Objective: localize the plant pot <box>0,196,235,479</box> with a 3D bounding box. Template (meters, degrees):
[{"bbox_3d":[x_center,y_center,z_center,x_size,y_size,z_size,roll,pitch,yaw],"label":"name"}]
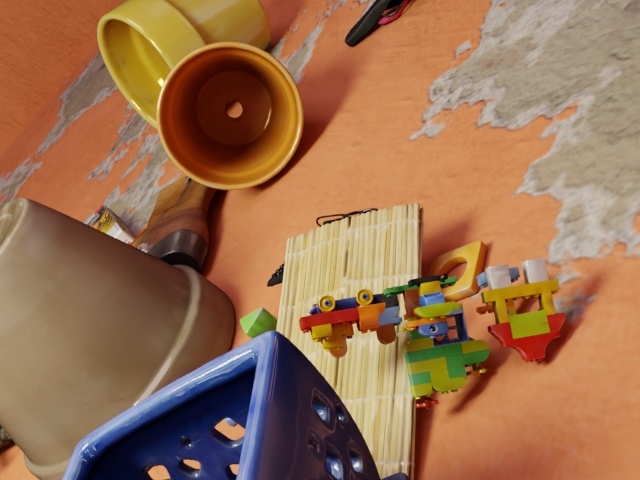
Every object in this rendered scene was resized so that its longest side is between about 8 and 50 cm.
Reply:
[{"bbox_3d":[-0.314,0.108,1.253,0.323,0.280,0.323,-36,28,23],"label":"plant pot"}]

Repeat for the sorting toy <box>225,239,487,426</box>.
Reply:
[{"bbox_3d":[0.016,0.070,1.073,0.347,0.047,0.196,-31,30,29],"label":"sorting toy"}]

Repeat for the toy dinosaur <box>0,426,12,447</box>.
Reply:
[{"bbox_3d":[-0.485,0.260,1.511,0.160,0.121,0.314,-20,48,54],"label":"toy dinosaur"}]

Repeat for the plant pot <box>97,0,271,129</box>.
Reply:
[{"bbox_3d":[-0.228,-0.351,1.848,0.239,0.254,0.254,-42,22,-25],"label":"plant pot"}]

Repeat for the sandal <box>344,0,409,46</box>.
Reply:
[{"bbox_3d":[0.103,-0.354,1.574,0.179,0.040,0.067,-43,16,41],"label":"sandal"}]

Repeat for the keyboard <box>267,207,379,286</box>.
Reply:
[{"bbox_3d":[0.000,0.000,1.160,0.100,0.038,0.192,-42,10,-28],"label":"keyboard"}]

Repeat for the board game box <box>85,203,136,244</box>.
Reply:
[{"bbox_3d":[-0.432,0.086,1.718,0.305,0.053,0.193,-48,25,-4],"label":"board game box"}]

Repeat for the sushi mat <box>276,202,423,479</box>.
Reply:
[{"bbox_3d":[0.022,0.102,0.962,0.151,0.019,0.317,-15,47,25],"label":"sushi mat"}]

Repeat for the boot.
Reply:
[{"bbox_3d":[-0.266,-0.006,1.554,0.264,0.096,0.280,-34,27,24],"label":"boot"}]

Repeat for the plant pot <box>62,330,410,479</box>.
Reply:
[{"bbox_3d":[-0.060,0.245,0.747,0.236,0.212,0.236,-31,30,28],"label":"plant pot"}]

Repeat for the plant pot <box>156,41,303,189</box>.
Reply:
[{"bbox_3d":[-0.129,-0.189,1.521,0.205,0.205,0.188,-43,10,6],"label":"plant pot"}]

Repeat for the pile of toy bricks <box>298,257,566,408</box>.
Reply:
[{"bbox_3d":[0.092,0.087,0.870,0.212,0.105,0.118,-9,-8,-4],"label":"pile of toy bricks"}]
